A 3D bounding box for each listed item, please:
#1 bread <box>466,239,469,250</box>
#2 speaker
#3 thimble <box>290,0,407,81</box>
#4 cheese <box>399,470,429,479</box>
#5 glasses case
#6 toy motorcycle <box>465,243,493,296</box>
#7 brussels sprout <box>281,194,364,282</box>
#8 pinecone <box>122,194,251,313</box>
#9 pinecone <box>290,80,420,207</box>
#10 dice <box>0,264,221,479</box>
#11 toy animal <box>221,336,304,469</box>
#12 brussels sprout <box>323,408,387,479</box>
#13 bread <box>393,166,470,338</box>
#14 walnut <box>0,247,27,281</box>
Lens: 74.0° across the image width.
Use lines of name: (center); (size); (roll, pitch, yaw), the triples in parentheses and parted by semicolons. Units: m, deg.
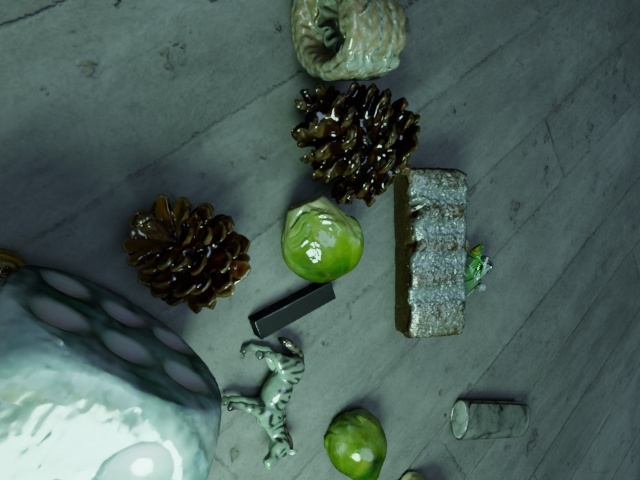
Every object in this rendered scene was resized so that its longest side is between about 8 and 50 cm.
bread: (0.344, -0.014, 1.142); (0.153, 0.028, 0.068); (46, 73, -24)
speaker: (-0.057, 0.144, 0.906); (0.191, 0.040, 0.046); (-25, 109, -27)
thimble: (0.051, -0.414, 0.818); (0.148, 0.229, 0.195); (-13, 128, -30)
cheese: (0.229, 0.793, 1.098); (0.384, 0.104, 0.383); (-3, 95, -31)
glasses case: (0.513, 0.537, 1.272); (0.299, 0.060, 0.114); (14, 87, -31)
toy motorcycle: (0.388, 0.102, 1.151); (0.190, 0.074, 0.106); (-45, 121, -4)
brussels sprout: (-0.003, 0.003, 0.865); (0.180, 0.162, 0.144); (54, 37, -12)
pinecone: (-0.232, 0.018, 0.717); (0.212, 0.169, 0.185); (31, 64, -42)
pinecone: (0.065, -0.195, 0.851); (0.257, 0.243, 0.243); (24, 79, 13)
dice: (-0.355, 0.253, 0.559); (0.328, 0.330, 0.348); (41, 76, -27)
toy animal: (-0.117, 0.326, 0.865); (0.170, 0.090, 0.255); (9, 92, -36)
brussels sprout: (0.095, 0.478, 0.979); (0.152, 0.122, 0.149); (29, 82, -29)
bread: (0.268, 0.031, 1.038); (0.165, 0.113, 0.416); (-4, 97, -16)
walnut: (-0.498, 0.045, 0.623); (0.121, 0.052, 0.091); (-2, 122, -37)
